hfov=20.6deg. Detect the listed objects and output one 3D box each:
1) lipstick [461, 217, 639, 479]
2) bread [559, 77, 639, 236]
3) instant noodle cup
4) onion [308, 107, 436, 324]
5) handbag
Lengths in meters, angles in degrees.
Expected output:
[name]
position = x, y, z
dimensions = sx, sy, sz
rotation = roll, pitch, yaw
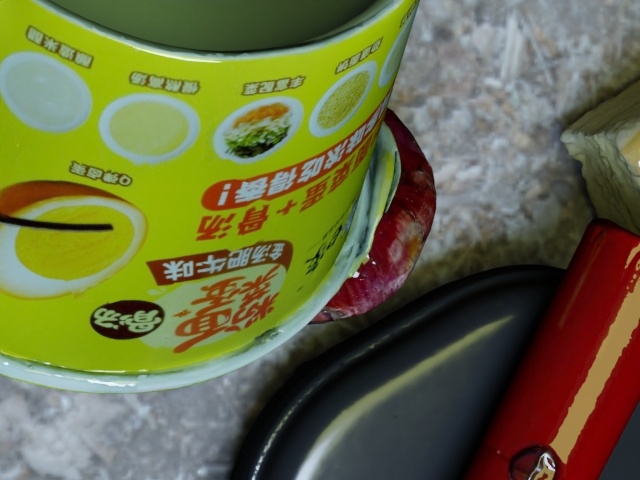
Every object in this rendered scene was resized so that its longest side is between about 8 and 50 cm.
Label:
[lipstick]
position = 0.123, 0.123, 0.985
dimensions = 0.073, 0.073, 0.279
rotation = 27, 89, -20
[bread]
position = 0.300, -0.019, 1.097
dimensions = 0.239, 0.111, 0.246
rotation = -31, 108, -9
[instant noodle cup]
position = -0.084, -0.109, 0.813
dimensions = 0.311, 0.221, 0.311
rotation = 9, 57, -14
[onion]
position = 0.000, 0.000, 1.009
dimensions = 0.150, 0.150, 0.140
rotation = -34, 138, -10
[handbag]
position = 0.090, 0.155, 1.067
dimensions = 0.308, 0.093, 0.253
rotation = -30, 108, -12
